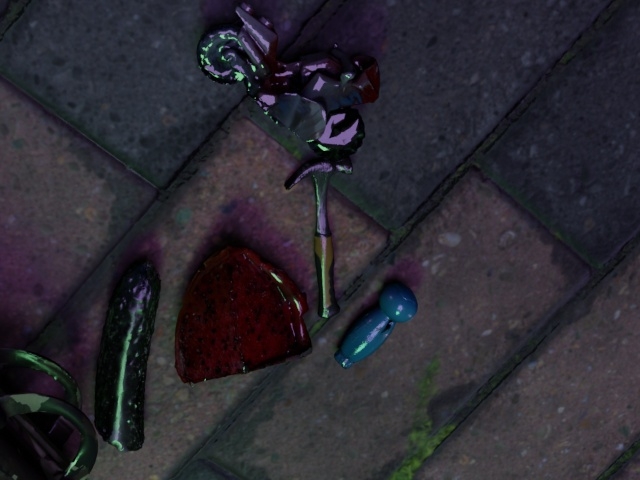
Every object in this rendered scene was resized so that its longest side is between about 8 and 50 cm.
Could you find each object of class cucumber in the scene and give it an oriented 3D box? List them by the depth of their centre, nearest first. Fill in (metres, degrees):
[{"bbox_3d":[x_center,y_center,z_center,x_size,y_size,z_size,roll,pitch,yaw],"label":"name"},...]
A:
[{"bbox_3d":[-0.226,0.132,1.231,0.067,0.067,0.245,3,111,-13],"label":"cucumber"}]

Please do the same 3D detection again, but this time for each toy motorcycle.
[{"bbox_3d":[-0.022,-0.175,1.118,0.213,0.082,0.122,33,105,-24],"label":"toy motorcycle"}]

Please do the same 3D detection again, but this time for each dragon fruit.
[{"bbox_3d":[-0.097,0.084,1.233,0.127,0.120,0.161,-7,92,35],"label":"dragon fruit"}]

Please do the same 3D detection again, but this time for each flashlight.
[{"bbox_3d":[0.065,0.104,1.287,0.051,0.051,0.129,39,106,-25],"label":"flashlight"}]

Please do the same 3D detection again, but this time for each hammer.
[{"bbox_3d":[0.000,0.000,1.238,0.078,0.021,0.201,-6,114,-9],"label":"hammer"}]

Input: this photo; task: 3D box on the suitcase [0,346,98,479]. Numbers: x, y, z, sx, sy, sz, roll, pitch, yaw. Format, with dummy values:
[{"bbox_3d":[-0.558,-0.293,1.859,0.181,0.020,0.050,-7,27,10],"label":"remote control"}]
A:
[{"bbox_3d":[-0.409,0.257,1.155,0.339,0.194,0.352,-34,135,-7],"label":"suitcase"}]
